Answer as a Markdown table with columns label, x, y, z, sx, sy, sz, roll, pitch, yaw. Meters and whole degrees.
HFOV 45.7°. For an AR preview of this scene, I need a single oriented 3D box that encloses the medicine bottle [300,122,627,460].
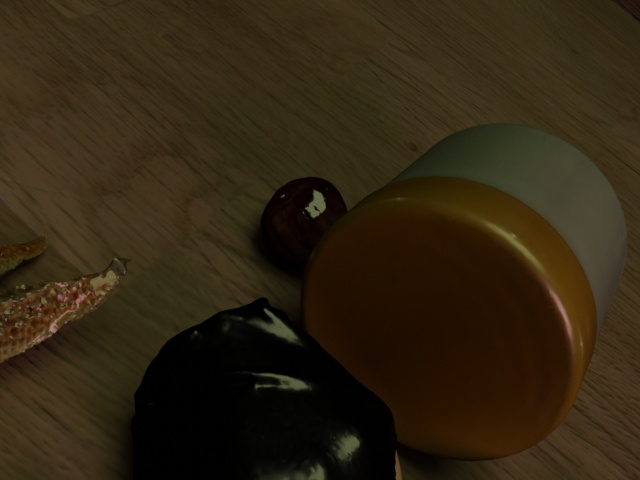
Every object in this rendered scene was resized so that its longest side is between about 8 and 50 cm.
| label | x | y | z | sx | sy | sz | roll | pitch | yaw |
| --- | --- | --- | --- | --- | --- | --- | --- | --- | --- |
| medicine bottle | 0.137 | 0.036 | 0.686 | 0.238 | 0.238 | 0.232 | 43 | 38 | 7 |

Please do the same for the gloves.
| label | x | y | z | sx | sy | sz | roll | pitch | yaw |
| --- | --- | --- | --- | --- | --- | --- | --- | --- | --- |
| gloves | -0.026 | 0.193 | 0.503 | 0.197 | 0.152 | 0.301 | -24 | 81 | -18 |

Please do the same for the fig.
| label | x | y | z | sx | sy | sz | roll | pitch | yaw |
| --- | --- | --- | --- | --- | --- | --- | --- | --- | --- |
| fig | 0.000 | 0.000 | 0.754 | 0.125 | 0.089 | 0.089 | 53 | 35 | -20 |

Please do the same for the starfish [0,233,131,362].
| label | x | y | z | sx | sy | sz | roll | pitch | yaw |
| --- | --- | --- | --- | --- | --- | --- | --- | --- | --- |
| starfish | -0.264 | 0.056 | 0.492 | 0.302 | 0.084 | 0.293 | 35 | 40 | 3 |
